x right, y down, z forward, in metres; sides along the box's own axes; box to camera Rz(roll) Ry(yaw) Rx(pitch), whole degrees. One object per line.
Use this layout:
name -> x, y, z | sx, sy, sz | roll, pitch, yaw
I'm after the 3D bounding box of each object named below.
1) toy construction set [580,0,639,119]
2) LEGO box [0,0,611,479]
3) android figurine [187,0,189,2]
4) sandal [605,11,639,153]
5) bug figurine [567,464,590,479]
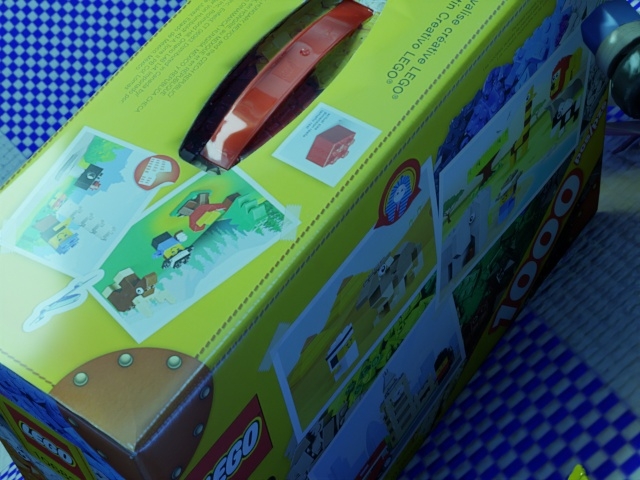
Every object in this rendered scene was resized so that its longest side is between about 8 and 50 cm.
toy construction set -> 0.354, -0.137, 0.893 | 0.308, 0.237, 0.258 | 31, 97, 39
LEGO box -> 0.000, 0.000, 0.983 | 0.193, 0.372, 0.500 | 29, 63, 24
android figurine -> -0.016, -0.194, 1.047 | 0.056, 0.273, 0.248 | 28, 85, 27
sandal -> 0.261, -0.135, 1.252 | 0.169, 0.102, 0.416 | -35, 25, -32
bug figurine -> 0.201, 0.117, 0.711 | 0.279, 0.072, 0.216 | -59, 12, 18
